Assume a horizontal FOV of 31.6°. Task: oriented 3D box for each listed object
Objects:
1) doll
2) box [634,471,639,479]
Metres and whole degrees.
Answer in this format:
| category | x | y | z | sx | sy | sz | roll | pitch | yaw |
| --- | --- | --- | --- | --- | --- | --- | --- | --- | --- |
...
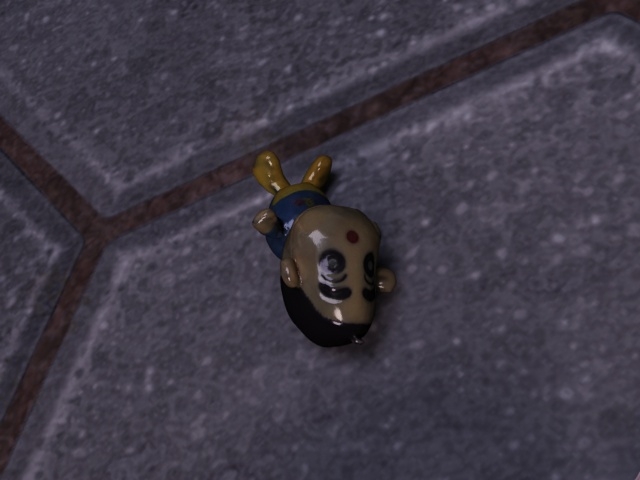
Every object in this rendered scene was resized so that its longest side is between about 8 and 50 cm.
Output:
| category | x | y | z | sx | sy | sz | roll | pitch | yaw |
| --- | --- | --- | --- | --- | --- | --- | --- | --- | --- |
| doll | 0.000 | 0.000 | 0.800 | 0.089 | 0.102 | 0.179 | -59 | 39 | 42 |
| box | 0.197 | 0.173 | 0.601 | 0.089 | 0.043 | 0.125 | 26 | 74 | 37 |
